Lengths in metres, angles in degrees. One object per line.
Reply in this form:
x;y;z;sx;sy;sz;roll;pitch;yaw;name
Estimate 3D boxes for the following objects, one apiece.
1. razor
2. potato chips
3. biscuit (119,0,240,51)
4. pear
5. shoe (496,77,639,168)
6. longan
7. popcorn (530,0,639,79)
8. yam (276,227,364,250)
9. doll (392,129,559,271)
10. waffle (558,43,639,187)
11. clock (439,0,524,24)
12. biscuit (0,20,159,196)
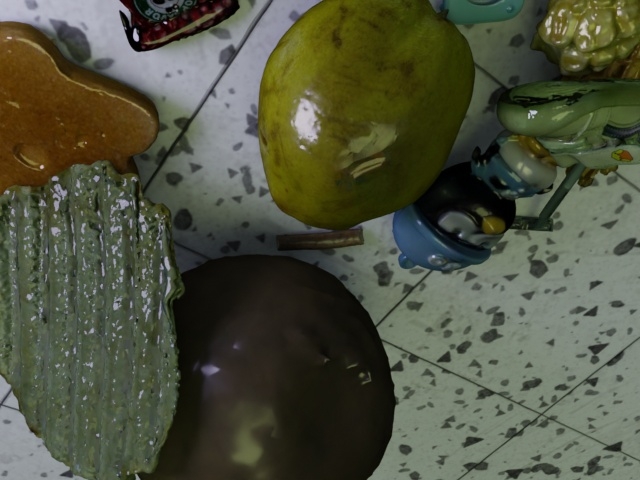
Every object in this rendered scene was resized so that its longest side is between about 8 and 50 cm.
0.374;-0.072;1.060;0.084;0.036;0.211;2;150;-11;razor
-0.326;0.110;0.893;0.358;0.070;0.430;0;92;26;potato chips
-0.200;-0.318;0.780;0.151;0.063;0.235;-12;155;10;biscuit
0.051;-0.165;0.858;0.269;0.269;0.321;30;107;-27;pear
0.350;-0.153;0.855;0.262;0.140;0.128;-15;97;-31;shoe
-0.091;0.220;1.027;0.435;0.404;0.404;11;125;-11;longan
0.352;-0.285;0.869;0.142;0.174;0.174;27;119;-19;popcorn
0.000;0.000;1.105;0.145;0.032;0.032;-4;127;-4;yam
0.226;-0.048;1.019;0.177;0.141;0.314;21;134;-29;doll
0.443;-0.201;1.009;0.228;0.051;0.232;-29;125;17;waffle
0.210;-0.354;0.859;0.108;0.045;0.147;-6;127;-5;clock
-0.361;-0.141;0.926;0.287;0.057;0.344;-21;127;8;biscuit
